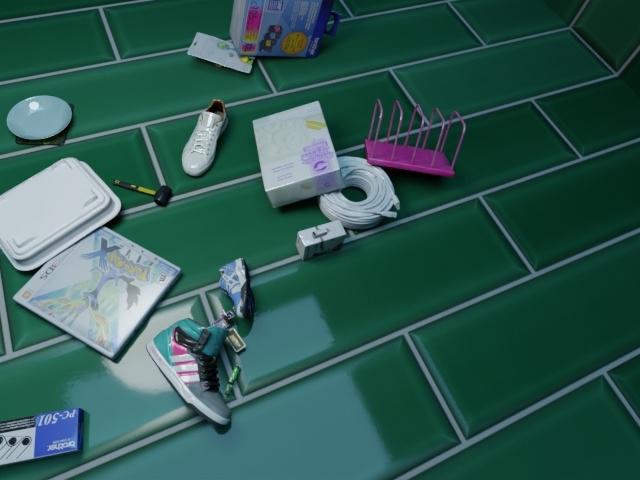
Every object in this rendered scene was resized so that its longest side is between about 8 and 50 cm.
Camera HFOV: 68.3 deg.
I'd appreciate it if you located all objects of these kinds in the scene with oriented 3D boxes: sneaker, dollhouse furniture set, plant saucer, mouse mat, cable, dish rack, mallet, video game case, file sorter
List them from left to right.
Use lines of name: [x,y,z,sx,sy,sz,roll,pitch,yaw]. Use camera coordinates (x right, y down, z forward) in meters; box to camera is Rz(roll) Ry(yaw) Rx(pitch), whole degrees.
plant saucer: [-0.922,-0.397,1.559,0.194,0.037,0.195,4,60,-7]
mouse mat: [-0.922,-0.394,1.584,0.152,0.007,0.190,0,61,-8]
dish rack: [-0.790,-0.098,1.370,0.332,0.072,0.285,-40,67,-20]
video game case: [-0.610,0.124,1.312,0.328,0.036,0.300,27,60,8]
mallet: [-0.561,-0.168,1.490,0.189,0.039,0.062,22,61,9]
sneaker: [-0.389,-0.353,1.569,0.105,0.123,0.290,15,61,-2]
sneaker: [-0.286,0.305,1.195,0.295,0.124,0.178,43,84,17]
dollhouse furniture set: [-0.228,0.231,1.278,0.091,0.081,0.114,-31,69,-23]
sneaker: [-0.236,0.140,1.327,0.081,0.080,0.211,-16,41,-3]
cable: [0.115,-0.158,1.548,0.256,0.089,0.257,-3,60,-9]
file sorter: [0.313,-0.355,1.591,0.290,0.182,0.202,9,30,-3]

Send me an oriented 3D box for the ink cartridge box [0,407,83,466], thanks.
ink cartridge box: [-0.671,0.462,1.103,0.206,0.046,0.097,-7,63,-12]

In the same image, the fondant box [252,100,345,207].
fondant box: [-0.076,-0.286,1.532,0.238,0.096,0.331,-16,56,3]

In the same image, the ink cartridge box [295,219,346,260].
ink cartridge box: [0.000,0.000,1.433,0.135,0.099,0.056,-17,65,-16]

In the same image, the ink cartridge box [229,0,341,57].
ink cartridge box: [-0.123,-0.847,1.785,0.395,0.270,0.151,-10,63,-24]

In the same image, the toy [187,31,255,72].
toy: [-0.375,-0.704,1.811,0.237,0.056,0.137,14,56,-6]

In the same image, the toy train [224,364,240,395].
toy train: [-0.230,0.364,1.235,0.017,0.024,0.083,17,60,2]
